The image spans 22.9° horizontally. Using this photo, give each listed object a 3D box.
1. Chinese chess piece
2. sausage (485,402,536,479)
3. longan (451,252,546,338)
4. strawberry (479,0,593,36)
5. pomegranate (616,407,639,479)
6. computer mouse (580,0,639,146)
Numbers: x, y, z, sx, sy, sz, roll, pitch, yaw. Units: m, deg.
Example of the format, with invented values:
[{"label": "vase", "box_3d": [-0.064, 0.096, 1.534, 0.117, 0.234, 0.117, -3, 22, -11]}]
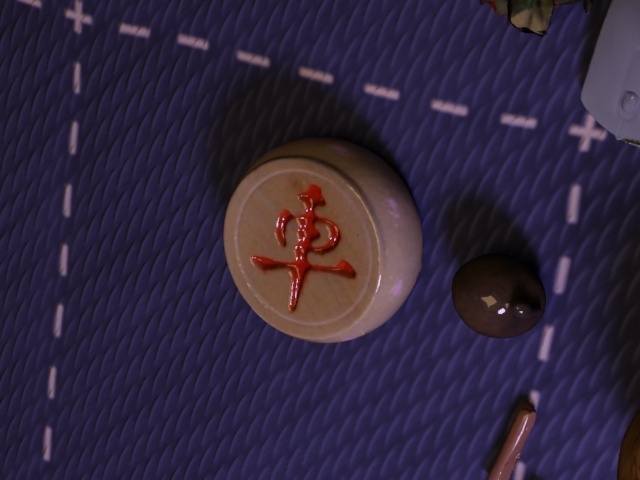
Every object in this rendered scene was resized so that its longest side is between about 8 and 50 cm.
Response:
[{"label": "Chinese chess piece", "box_3d": [0.000, 0.000, 1.895, 0.251, 0.097, 0.251, 8, 105, 30]}, {"label": "sausage", "box_3d": [0.225, 0.243, 1.858, 0.026, 0.026, 0.116, 30, 114, 22]}, {"label": "longan", "box_3d": [0.205, 0.065, 1.781, 0.119, 0.106, 0.106, 26, 118, 59]}, {"label": "strawberry", "box_3d": [0.219, -0.346, 1.690, 0.188, 0.106, 0.286, -12, 81, 10]}, {"label": "pomegranate", "box_3d": [0.428, 0.253, 1.601, 0.281, 0.281, 0.281, 7, 104, 29]}, {"label": "computer mouse", "box_3d": [0.353, -0.204, 1.656, 0.128, 0.079, 0.231, 30, 118, 24]}]
